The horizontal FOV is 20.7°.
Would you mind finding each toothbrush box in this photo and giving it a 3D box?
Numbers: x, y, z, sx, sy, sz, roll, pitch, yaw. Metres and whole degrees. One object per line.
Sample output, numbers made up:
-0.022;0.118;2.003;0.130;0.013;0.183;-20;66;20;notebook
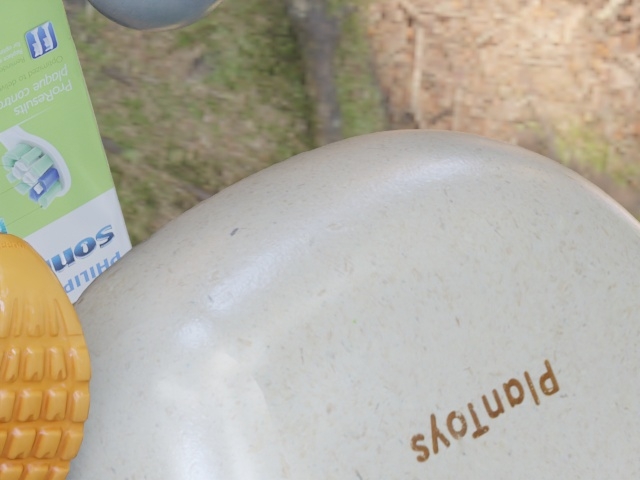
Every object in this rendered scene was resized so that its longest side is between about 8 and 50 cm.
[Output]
-0.227;-0.108;0.931;0.122;0.206;0.283;-30;130;-24;toothbrush box

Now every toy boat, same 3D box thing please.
0.000;0.000;0.621;0.267;0.148;0.318;-16;88;-37;toy boat

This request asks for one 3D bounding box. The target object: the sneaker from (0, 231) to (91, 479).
-0.171;0.068;0.539;0.099;0.121;0.262;9;134;-45;sneaker
